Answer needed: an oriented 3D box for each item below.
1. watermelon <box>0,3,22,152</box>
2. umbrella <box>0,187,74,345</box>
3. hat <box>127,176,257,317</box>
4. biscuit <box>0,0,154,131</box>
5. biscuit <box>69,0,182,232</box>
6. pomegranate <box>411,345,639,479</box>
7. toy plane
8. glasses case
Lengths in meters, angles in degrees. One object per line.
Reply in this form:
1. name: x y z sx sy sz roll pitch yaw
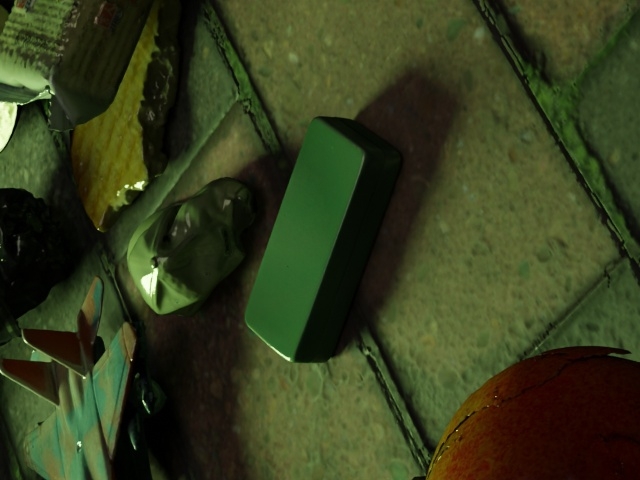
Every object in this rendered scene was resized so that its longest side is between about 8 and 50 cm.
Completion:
1. watermelon: -0.354 -0.173 1.779 0.193 0.137 0.145 -37 25 42
2. umbrella: -0.387 0.078 1.713 0.336 0.128 0.154 -35 52 21
3. hat: -0.126 0.003 1.504 0.166 0.081 0.122 6 89 60
4. biscuit: -0.196 -0.248 1.556 0.186 0.079 0.309 24 91 50
5. biscuit: -0.168 -0.133 1.592 0.228 0.031 0.176 -55 50 30
6. pomegranate: 0.152 0.168 1.047 0.235 0.210 0.210 -15 76 48
7. toy plane: -0.185 0.203 1.535 0.223 0.104 0.326 -46 58 39
8. glasses case: 0.000 0.000 1.372 0.078 0.039 0.184 39 116 44
